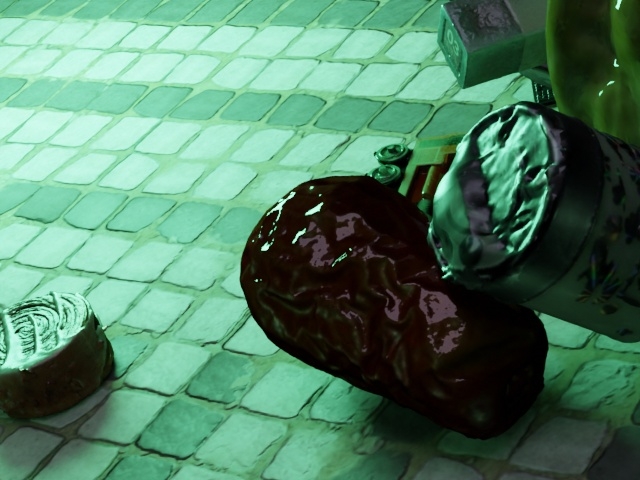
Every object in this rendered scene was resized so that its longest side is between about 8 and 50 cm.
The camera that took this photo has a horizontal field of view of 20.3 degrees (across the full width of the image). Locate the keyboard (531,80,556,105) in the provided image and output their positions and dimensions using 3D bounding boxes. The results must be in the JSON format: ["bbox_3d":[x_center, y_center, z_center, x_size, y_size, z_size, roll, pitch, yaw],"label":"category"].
[{"bbox_3d":[0.287,-0.210,2.225,0.053,0.010,0.155,-13,32,10],"label":"keyboard"}]

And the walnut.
[{"bbox_3d":[0.410,-0.203,1.795,0.383,0.384,0.383,-15,32,9],"label":"walnut"}]

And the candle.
[{"bbox_3d":[0.274,0.001,1.668,0.187,0.330,0.187,-39,41,44],"label":"candle"}]

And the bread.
[{"bbox_3d":[-0.311,0.127,1.993,0.160,0.073,0.160,-14,31,9],"label":"bread"}]

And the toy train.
[{"bbox_3d":[0.111,-0.056,2.034,0.118,0.074,0.176,-5,32,18],"label":"toy train"}]

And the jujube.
[{"bbox_3d":[0.072,0.066,1.754,0.216,0.216,0.342,-35,49,-22],"label":"jujube"}]

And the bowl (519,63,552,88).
[{"bbox_3d":[0.316,-0.291,2.145,0.345,0.157,0.346,0,62,0],"label":"bowl"}]

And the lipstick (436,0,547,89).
[{"bbox_3d":[0.316,-0.272,2.004,0.371,0.076,0.080,-20,63,-11],"label":"lipstick"}]
